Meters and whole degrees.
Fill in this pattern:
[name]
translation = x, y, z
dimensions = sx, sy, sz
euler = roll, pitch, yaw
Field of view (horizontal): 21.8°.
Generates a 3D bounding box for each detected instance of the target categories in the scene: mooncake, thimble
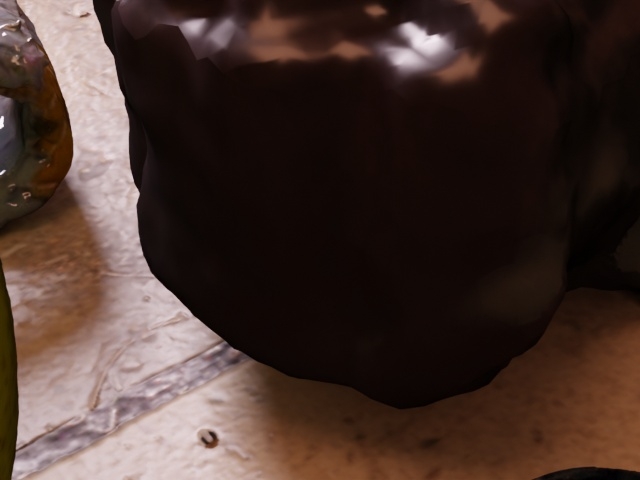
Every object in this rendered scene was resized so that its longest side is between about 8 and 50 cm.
[mooncake]
translation = 0.066, -0.105, 0.831
dimensions = 0.350, 0.212, 0.381
euler = 15, 37, 33
[thimble]
translation = -0.223, -0.073, 0.949
dimensions = 0.151, 0.127, 0.118
euler = -15, 36, -14

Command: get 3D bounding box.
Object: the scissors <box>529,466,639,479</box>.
[scissors]
translation = 0.178, 0.095, 0.619
dimensions = 0.300, 0.022, 0.109
euler = -25, 31, 18

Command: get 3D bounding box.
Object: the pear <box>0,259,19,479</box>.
[pear]
translation = -0.302, 0.029, 0.627
dimensions = 0.391, 0.391, 0.391
euler = -7, 35, 5
